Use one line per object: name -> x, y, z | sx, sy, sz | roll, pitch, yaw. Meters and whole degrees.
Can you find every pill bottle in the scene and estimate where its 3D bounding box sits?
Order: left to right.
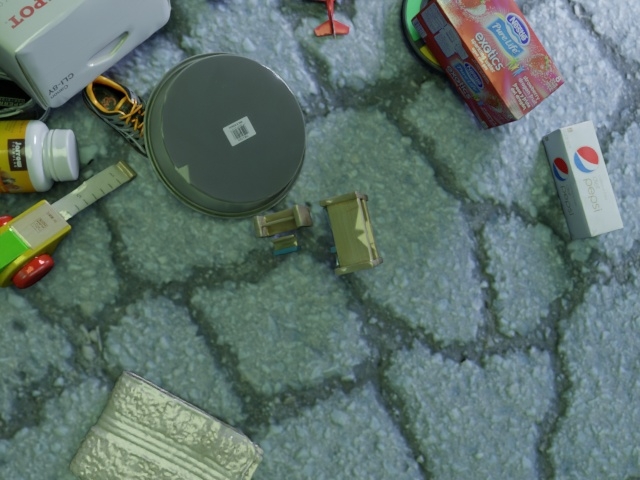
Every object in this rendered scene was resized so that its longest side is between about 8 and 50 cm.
pill bottle -> -0.509, -0.133, 0.964 | 0.214, 0.117, 0.118 | -4, 86, -10

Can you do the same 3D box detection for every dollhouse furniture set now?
dollhouse furniture set -> 0.000, 0.000, 1.051 | 0.183, 0.129, 0.130 | -13, 88, 14

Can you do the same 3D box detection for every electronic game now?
electronic game -> 0.266, -0.426, 1.154 | 0.229, 0.048, 0.230 | 1, 85, -9

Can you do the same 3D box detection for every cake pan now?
cake pan -> -0.150, -0.185, 1.026 | 0.292, 0.054, 0.294 | 1, 87, -24

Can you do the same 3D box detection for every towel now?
towel -> -0.253, 0.365, 1.000 | 0.282, 0.049, 0.187 | 30, 80, -6

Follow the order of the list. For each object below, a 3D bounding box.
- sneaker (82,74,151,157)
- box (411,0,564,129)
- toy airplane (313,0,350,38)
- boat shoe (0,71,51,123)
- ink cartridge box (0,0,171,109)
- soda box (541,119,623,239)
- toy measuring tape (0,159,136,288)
sneaker -> -0.316, -0.207, 1.021 | 0.214, 0.083, 0.084 | 31, 79, -7
box -> 0.297, -0.341, 1.074 | 0.122, 0.128, 0.257 | -38, 99, -7
toy airplane -> 0.019, -0.447, 1.124 | 0.151, 0.028, 0.151 | 1, 86, -8
boat shoe -> -0.603, -0.236, 0.964 | 0.300, 0.102, 0.108 | 6, 84, -9
ink cartridge box -> -0.468, -0.442, 0.932 | 0.384, 0.160, 0.279 | 42, 73, 7
soda box -> 0.505, -0.115, 1.156 | 0.073, 0.069, 0.216 | -15, 87, -11
toy measuring tape -> -0.450, -0.018, 0.991 | 0.121, 0.121, 0.330 | 47, 57, -3
